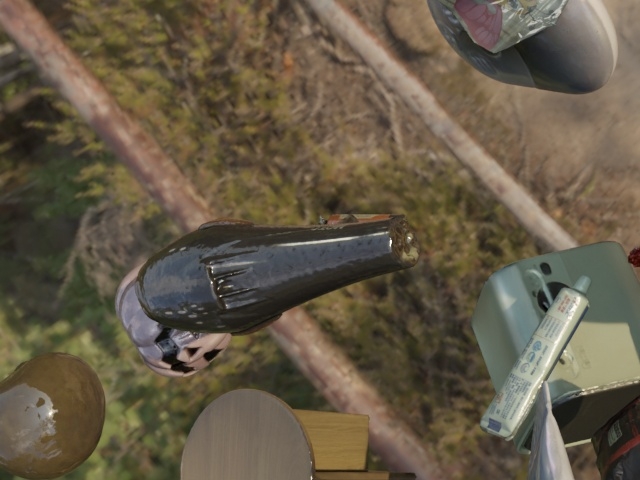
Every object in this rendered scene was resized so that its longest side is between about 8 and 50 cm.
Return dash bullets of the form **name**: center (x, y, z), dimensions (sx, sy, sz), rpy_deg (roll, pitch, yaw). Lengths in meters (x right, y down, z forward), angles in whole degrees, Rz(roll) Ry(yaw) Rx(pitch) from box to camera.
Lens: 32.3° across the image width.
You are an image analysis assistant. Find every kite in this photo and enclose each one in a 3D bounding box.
- **kite**: center (0.134, -0.364, 1.278), dimensions (0.360, 0.022, 0.204), rpy_deg (38, 147, -8)

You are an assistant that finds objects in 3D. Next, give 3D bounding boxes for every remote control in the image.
- **remote control**: center (0.253, -0.287, 1.433), dimensions (0.221, 0.103, 0.332), rpy_deg (52, 165, -28)

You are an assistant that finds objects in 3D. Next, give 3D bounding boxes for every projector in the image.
- **projector**: center (0.409, 0.177, 1.806), dimensions (0.248, 0.248, 0.249), rpy_deg (96, 160, -58)

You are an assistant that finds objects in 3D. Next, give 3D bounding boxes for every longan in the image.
- **longan**: center (-0.458, 0.296, 1.849), dimensions (0.196, 0.220, 0.196), rpy_deg (44, 170, 10)

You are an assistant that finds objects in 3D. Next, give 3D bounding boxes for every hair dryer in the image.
- **hair dryer**: center (0.000, 0.000, 1.188), dimensions (0.303, 0.359, 0.120), rpy_deg (-16, 96, 26)

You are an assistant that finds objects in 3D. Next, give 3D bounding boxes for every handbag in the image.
- **handbag**: center (0.419, 0.263, 1.306), dimensions (0.169, 0.215, 0.155), rpy_deg (-40, 100, 18)

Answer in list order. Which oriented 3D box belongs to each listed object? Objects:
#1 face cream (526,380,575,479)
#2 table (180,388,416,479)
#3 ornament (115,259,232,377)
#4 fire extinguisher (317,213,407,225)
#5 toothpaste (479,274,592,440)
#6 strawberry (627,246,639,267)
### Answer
- **face cream**: center (0.210, 0.340, 0.847), dimensions (0.137, 0.420, 0.235), rpy_deg (-6, 131, 1)
- **table**: center (-0.011, 0.249, 1.179), dimensions (0.167, 0.226, 0.167), rpy_deg (-8, 75, 35)
- **ornament**: center (-0.205, 0.104, 1.605), dimensions (0.177, 0.177, 0.178), rpy_deg (24, 134, 28)
- **fire extinguisher**: center (0.066, -0.020, 1.971), dimensions (0.177, 0.050, 0.062), rpy_deg (0, 129, 24)
- **toothpaste**: center (0.315, 0.164, 1.580), dimensions (0.069, 0.268, 0.047), rpy_deg (27, 167, 34)
- **strawberry**: center (0.557, -0.039, 1.594), dimensions (0.106, 0.175, 0.236), rpy_deg (41, 149, 22)
